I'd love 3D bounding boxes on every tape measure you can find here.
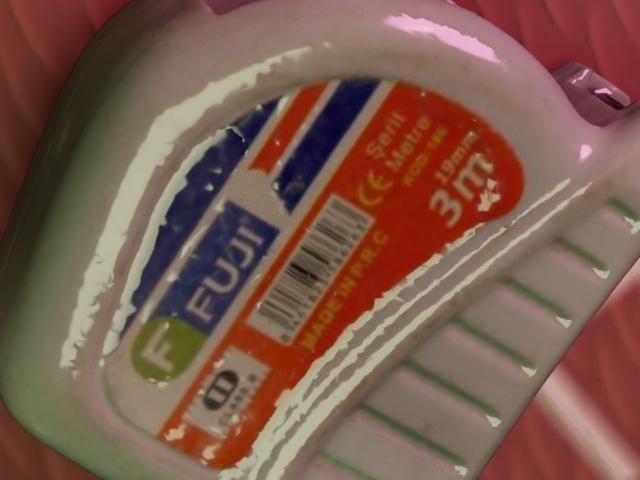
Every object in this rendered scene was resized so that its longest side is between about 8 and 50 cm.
[{"bbox_3d":[0.001,0.001,0.748,0.246,0.125,0.243,32,96,-21],"label":"tape measure"}]
